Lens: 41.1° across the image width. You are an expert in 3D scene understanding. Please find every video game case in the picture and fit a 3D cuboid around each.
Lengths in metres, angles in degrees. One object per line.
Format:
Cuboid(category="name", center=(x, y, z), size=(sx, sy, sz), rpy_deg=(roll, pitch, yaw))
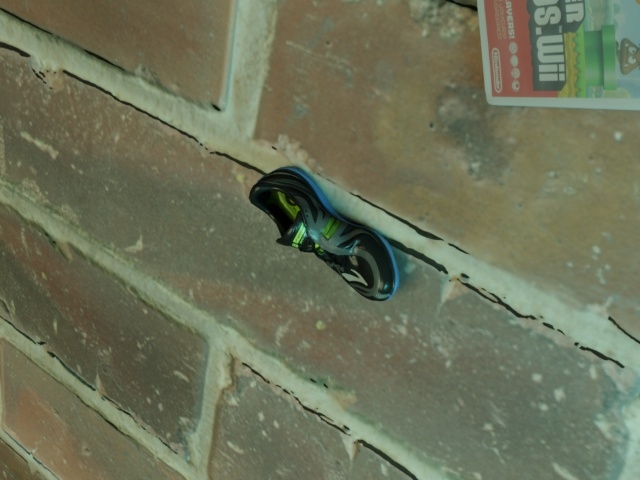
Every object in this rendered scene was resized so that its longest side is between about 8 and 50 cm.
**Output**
Cuboid(category="video game case", center=(0.200, -0.190, 0.573), size=(0.285, 0.025, 0.204), rpy_deg=(19, 121, 60))

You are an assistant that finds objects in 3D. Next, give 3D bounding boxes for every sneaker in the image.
Cuboid(category="sneaker", center=(0.000, 0.000, 0.855), size=(0.188, 0.078, 0.067), rpy_deg=(42, 129, 19))
